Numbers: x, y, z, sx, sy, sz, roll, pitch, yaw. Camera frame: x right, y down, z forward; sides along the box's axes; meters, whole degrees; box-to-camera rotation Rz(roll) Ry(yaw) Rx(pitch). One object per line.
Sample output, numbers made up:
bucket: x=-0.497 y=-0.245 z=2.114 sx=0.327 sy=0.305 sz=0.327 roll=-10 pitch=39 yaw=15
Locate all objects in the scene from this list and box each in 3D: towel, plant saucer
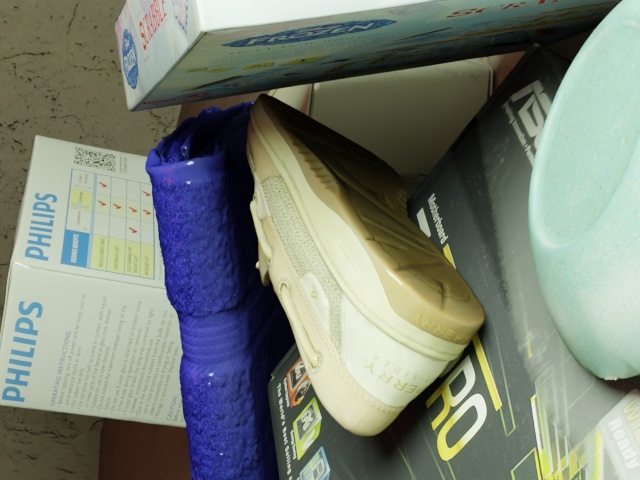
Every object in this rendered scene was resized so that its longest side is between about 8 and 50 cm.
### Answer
towel: x=-0.072 y=0.061 z=0.838 sx=0.228 sy=0.076 sz=0.308 roll=-60 pitch=-35 yaw=-71
plant saucer: x=0.128 y=-0.040 z=0.466 sx=0.195 sy=0.037 sz=0.195 roll=-163 pitch=90 yaw=-79

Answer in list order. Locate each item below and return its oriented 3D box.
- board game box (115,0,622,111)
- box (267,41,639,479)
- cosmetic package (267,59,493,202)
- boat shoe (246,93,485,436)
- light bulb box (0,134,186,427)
board game box: x=0.054 y=-0.145 z=0.640 sx=0.318 sy=0.318 sz=0.066 roll=-178 pitch=78 yaw=-74
box: x=0.102 y=0.122 z=0.594 sx=0.318 sy=0.097 sz=0.395 roll=-51 pitch=28 yaw=27
cosmetic package: x=0.021 y=-0.077 z=1.020 sx=0.309 sy=0.160 sz=0.113 roll=147 pitch=131 yaw=-69
boat shoe: x=0.000 y=0.000 z=0.679 sx=0.098 sy=0.109 sz=0.302 roll=-57 pitch=30 yaw=17
light bulb box: x=-0.243 y=0.057 z=1.513 sx=0.358 sy=0.361 sz=0.225 roll=-105 pitch=29 yaw=-58
